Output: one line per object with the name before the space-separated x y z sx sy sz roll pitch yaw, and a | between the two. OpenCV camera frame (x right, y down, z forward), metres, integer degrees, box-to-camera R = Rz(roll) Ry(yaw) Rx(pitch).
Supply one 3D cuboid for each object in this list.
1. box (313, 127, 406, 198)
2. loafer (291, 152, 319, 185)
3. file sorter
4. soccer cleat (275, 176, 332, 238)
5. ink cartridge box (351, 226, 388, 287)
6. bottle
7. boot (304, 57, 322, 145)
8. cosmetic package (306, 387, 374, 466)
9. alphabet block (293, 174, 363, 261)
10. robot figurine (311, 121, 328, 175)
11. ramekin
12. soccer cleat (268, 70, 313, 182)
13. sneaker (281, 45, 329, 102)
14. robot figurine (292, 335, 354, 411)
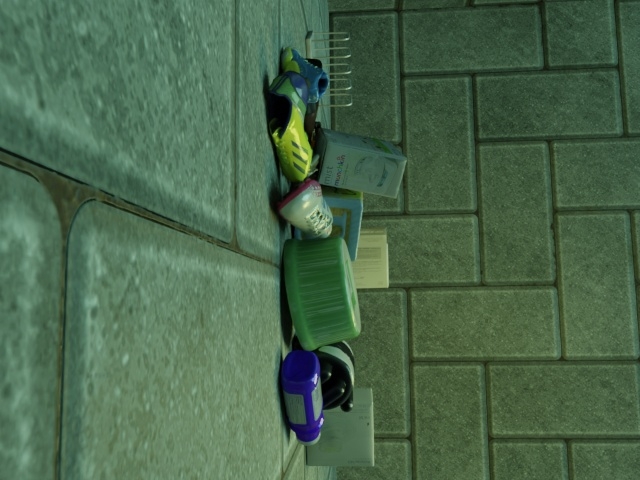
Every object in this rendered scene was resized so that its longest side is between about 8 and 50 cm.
box | 0.103 -0.236 1.634 0.262 0.231 0.126 -105 -155 -68
loafer | -0.043 -0.192 1.524 0.251 0.095 0.087 -74 158 -76
file sorter | 0.039 -0.703 2.281 0.192 0.173 0.277 -85 172 -61
soccer cleat | -0.020 -0.069 1.367 0.143 0.116 0.331 52 5 -1
ink cartridge box | 0.134 0.061 2.401 0.130 0.310 0.271 -79 167 -73
bottle | -0.041 0.402 1.386 0.118 0.092 0.282 -82 170 -51
boot | -0.036 -0.388 1.721 0.280 0.096 0.264 90 -5 -49
cosmetic package | 0.066 0.630 1.885 0.138 0.224 0.224 -59 148 -83
alphabet block | 0.025 -0.072 1.654 0.197 0.193 0.193 -79 177 -65
robot figurine | -0.006 -0.276 1.906 0.291 0.085 0.210 112 -21 -71
ramekin | 0.012 0.132 1.479 0.303 0.148 0.303 -11 90 -83
soccer cleat | -0.081 -0.243 1.273 0.121 0.094 0.289 -47 151 -38
sneaker | -0.039 -0.418 1.433 0.091 0.126 0.240 84 7 -51
robot figurine | 0.010 0.374 1.593 0.278 0.174 0.208 -67 158 -80
